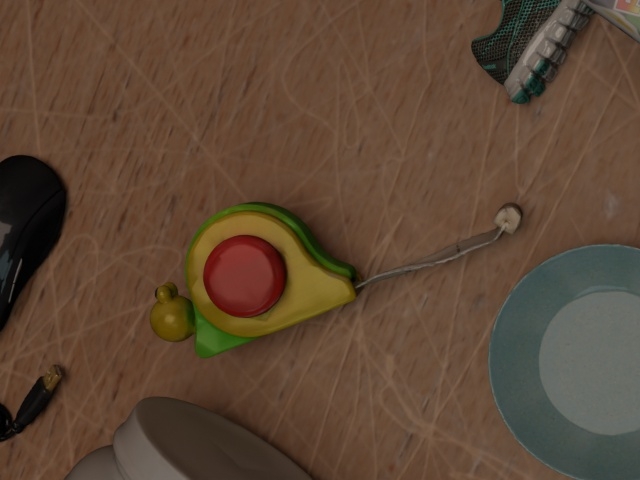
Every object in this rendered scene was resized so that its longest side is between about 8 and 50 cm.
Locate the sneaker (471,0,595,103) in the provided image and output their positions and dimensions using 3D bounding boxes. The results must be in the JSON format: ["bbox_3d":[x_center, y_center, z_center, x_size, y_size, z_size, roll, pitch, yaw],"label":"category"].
[{"bbox_3d":[0.184,-0.198,1.276,0.076,0.065,0.166,39,100,20],"label":"sneaker"}]

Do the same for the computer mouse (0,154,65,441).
[{"bbox_3d":[-0.302,0.061,1.442,0.184,0.060,0.262,39,102,17],"label":"computer mouse"}]

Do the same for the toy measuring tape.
[{"bbox_3d":[0.000,0.000,1.314,0.330,0.121,0.121,-22,82,10],"label":"toy measuring tape"}]

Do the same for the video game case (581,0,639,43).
[{"bbox_3d":[0.313,-0.211,1.070,0.206,0.026,0.227,40,102,17],"label":"video game case"}]

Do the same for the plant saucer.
[{"bbox_3d":[0.235,0.100,1.263,0.195,0.037,0.194,-1,88,20],"label":"plant saucer"}]

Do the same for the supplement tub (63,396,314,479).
[{"bbox_3d":[-0.150,0.318,1.290,0.235,0.235,0.324,35,100,17],"label":"supplement tub"}]
